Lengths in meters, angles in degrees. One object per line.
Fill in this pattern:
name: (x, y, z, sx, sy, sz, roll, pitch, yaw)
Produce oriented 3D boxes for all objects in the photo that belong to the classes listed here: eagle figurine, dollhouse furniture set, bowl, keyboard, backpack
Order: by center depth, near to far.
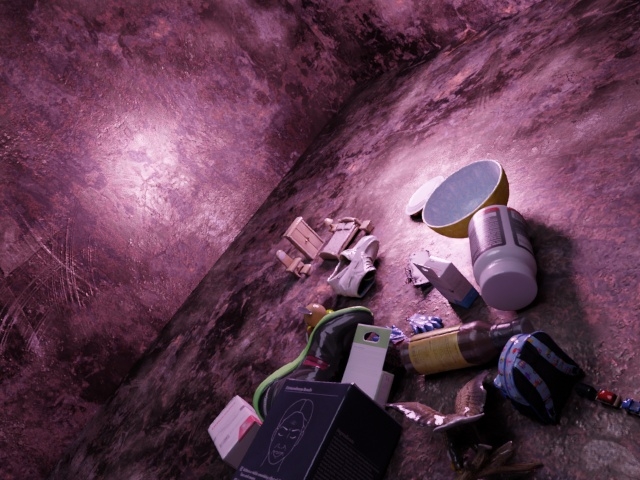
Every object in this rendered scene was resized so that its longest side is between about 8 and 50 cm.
backpack: (0.438, 0.272, 1.181, 0.158, 0.173, 0.117, -53, 24, -16)
eagle figurine: (0.284, 0.397, 1.223, 0.225, 0.226, 0.298, -59, 23, 20)
bowl: (0.481, -0.099, 1.770, 0.289, 0.156, 0.289, -36, 24, 19)
keyboard: (0.328, 0.103, 1.868, 0.100, 0.038, 0.192, -15, 29, 10)
dollhouse furniture set: (0.000, 0.000, 2.407, 0.303, 0.174, 0.356, -55, 24, -21)

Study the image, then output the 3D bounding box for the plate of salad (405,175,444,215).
plate of salad: (0.405, -0.167, 2.163, 0.200, 0.048, 0.200, -46, 13, 14)

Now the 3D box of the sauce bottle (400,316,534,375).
sauce bottle: (0.362, 0.264, 1.411, 0.344, 0.111, 0.111, -23, 31, 43)

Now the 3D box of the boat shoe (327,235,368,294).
boat shoe: (0.118, 0.077, 2.170, 0.098, 0.096, 0.277, -13, 38, 53)

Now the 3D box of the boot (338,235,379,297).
boot: (0.173, 0.099, 2.069, 0.123, 0.095, 0.258, 8, 64, 56)

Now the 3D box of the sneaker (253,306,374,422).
sneaker: (0.009, 0.409, 1.742, 0.483, 0.185, 0.202, -48, 40, 1)

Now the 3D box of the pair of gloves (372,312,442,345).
pair of gloves: (0.249, 0.261, 1.633, 0.198, 0.023, 0.159, -21, 10, -14)

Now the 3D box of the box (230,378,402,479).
box: (-0.029, 0.574, 1.416, 0.294, 0.212, 0.395, -14, 38, 52)

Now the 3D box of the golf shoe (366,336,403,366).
golf shoe: (0.203, 0.314, 1.650, 0.086, 0.067, 0.186, -33, 23, -31)

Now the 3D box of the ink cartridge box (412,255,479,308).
ink cartridge box: (0.355, 0.106, 1.600, 0.060, 0.180, 0.104, -49, 23, -9)

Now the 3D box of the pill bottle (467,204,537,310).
pill bottle: (0.486, 0.045, 1.509, 0.161, 0.161, 0.283, -32, 26, 29)

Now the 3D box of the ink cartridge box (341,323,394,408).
ink cartridge box: (0.139, 0.364, 1.604, 0.171, 0.056, 0.235, -5, 63, 58)

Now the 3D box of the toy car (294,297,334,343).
toy car: (-0.026, 0.278, 1.950, 0.149, 0.188, 0.155, -43, 22, 4)

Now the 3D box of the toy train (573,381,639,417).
toy train: (0.560, 0.306, 1.091, 0.027, 0.036, 0.158, -51, 23, -15)

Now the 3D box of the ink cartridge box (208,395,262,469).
ink cartridge box: (-0.274, 0.639, 1.883, 0.158, 0.092, 0.218, -49, 24, -10)
